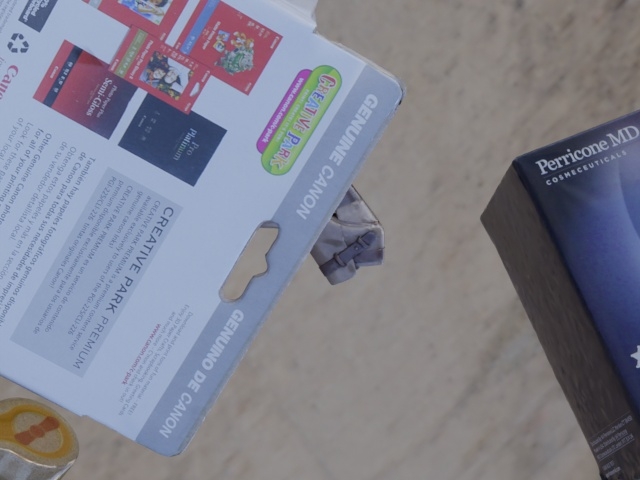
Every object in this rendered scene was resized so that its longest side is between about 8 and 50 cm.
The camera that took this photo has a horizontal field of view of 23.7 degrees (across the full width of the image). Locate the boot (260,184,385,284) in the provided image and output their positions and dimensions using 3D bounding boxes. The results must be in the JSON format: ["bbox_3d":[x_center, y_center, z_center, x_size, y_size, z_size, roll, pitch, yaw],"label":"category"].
[{"bbox_3d":[0.000,0.000,1.418,0.118,0.087,0.042,-16,-167,12],"label":"boot"}]

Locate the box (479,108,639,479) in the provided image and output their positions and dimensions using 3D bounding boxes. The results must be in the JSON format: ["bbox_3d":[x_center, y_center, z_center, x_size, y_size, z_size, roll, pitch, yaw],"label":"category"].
[{"bbox_3d":[0.344,0.028,1.360,0.296,0.294,0.183,-22,165,-11],"label":"box"}]

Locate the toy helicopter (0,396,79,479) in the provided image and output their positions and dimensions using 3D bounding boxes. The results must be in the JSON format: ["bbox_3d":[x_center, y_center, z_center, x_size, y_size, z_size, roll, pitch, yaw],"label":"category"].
[{"bbox_3d":[-0.339,0.158,1.177,0.355,0.235,0.140,12,122,-40],"label":"toy helicopter"}]

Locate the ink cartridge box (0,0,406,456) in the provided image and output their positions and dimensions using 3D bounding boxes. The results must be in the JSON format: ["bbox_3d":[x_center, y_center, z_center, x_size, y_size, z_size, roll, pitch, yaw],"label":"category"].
[{"bbox_3d":[-0.134,-0.056,0.998,0.309,0.272,0.130,-57,-171,17],"label":"ink cartridge box"}]
